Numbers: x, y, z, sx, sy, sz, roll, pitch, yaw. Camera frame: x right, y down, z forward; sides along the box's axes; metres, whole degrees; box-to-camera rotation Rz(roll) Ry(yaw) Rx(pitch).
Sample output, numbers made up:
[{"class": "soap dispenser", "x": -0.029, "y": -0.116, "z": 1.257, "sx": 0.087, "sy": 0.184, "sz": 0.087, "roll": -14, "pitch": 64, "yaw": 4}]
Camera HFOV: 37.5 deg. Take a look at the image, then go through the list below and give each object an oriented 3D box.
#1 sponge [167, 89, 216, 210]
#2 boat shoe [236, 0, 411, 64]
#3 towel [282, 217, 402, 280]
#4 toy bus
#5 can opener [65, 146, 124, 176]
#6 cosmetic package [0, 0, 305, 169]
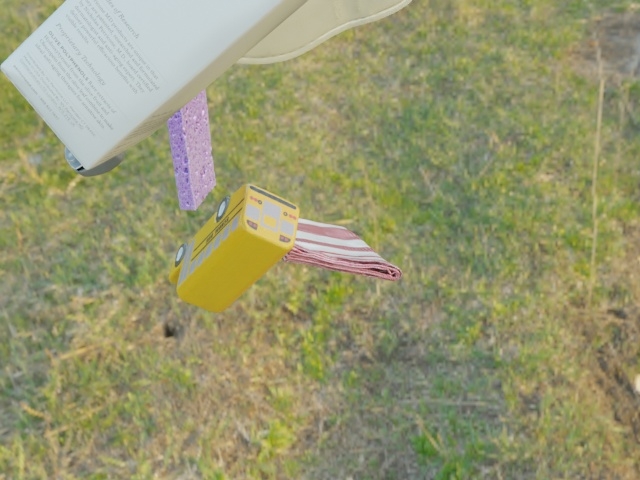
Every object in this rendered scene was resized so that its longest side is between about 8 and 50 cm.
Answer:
[{"class": "sponge", "x": -0.207, "y": -0.166, "z": 1.504, "sx": 0.031, "sy": 0.210, "sz": 0.117, "roll": 2, "pitch": 24, "yaw": 12}, {"class": "boat shoe", "x": -0.026, "y": -0.331, "z": 1.289, "sx": 0.324, "sy": 0.116, "sz": 0.097, "roll": -23, "pitch": 38, "yaw": -14}, {"class": "towel", "x": 0.000, "y": 0.000, "z": 1.884, "sx": 0.237, "sy": 0.037, "sz": 0.329, "roll": 11, "pitch": 12, "yaw": -20}, {"class": "toy bus", "x": -0.165, "y": 0.026, "z": 1.687, "sx": 0.108, "sy": 0.333, "sz": 0.130, "roll": 24, "pitch": 51, "yaw": -22}, {"class": "can opener", "x": -0.371, "y": -0.221, "z": 1.839, "sx": 0.283, "sy": 0.095, "sz": 0.076, "roll": -30, "pitch": 57, "yaw": 9}, {"class": "cosmetic package", "x": -0.140, "y": -0.256, "z": 1.024, "sx": 0.365, "sy": 0.155, "sz": 0.197, "roll": -37, "pitch": 7, "yaw": 21}]
